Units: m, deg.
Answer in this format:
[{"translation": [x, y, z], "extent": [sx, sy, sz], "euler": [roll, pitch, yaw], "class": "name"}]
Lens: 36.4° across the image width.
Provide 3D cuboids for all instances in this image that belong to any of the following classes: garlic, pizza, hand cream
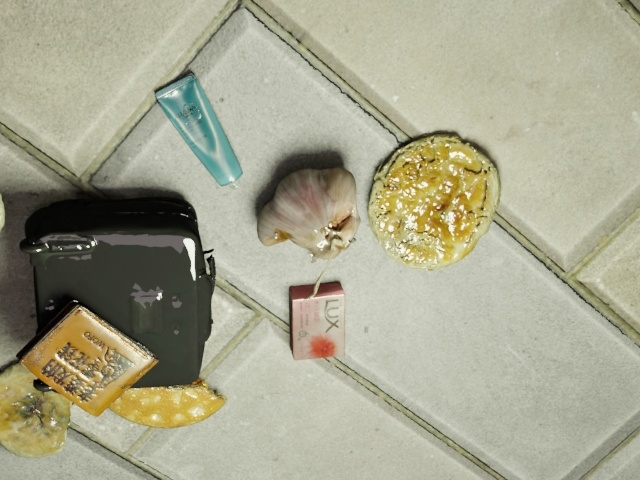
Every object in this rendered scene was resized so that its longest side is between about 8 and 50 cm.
[{"translation": [0.000, 0.000, 1.783], "extent": [0.207, 0.256, 0.207], "euler": [-7, 161, -3], "class": "garlic"}, {"translation": [-0.312, 0.323, 1.965], "extent": [0.246, 0.058, 0.127], "euler": [-9, 119, -3], "class": "pizza"}, {"translation": [-0.204, -0.187, 1.741], "extent": [0.083, 0.048, 0.224], "euler": [-28, 112, 8], "class": "hand cream"}]

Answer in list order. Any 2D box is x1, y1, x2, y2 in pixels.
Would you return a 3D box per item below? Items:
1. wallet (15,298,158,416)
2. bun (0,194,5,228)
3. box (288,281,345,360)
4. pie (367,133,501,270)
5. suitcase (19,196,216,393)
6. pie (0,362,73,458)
[{"translation": [-0.408, 0.210, 1.702], "extent": [0.161, 0.042, 0.195], "euler": [-42, 118, 8], "class": "wallet"}, {"translation": [-0.649, -0.045, 1.683], "extent": [0.220, 0.134, 0.220], "euler": [0, 90, 1], "class": "bun"}, {"translation": [-0.006, 0.162, 1.936], "extent": [0.111, 0.060, 0.156], "euler": [-6, 118, -8], "class": "box"}, {"translation": [0.220, -0.070, 1.859], "extent": [0.274, 0.055, 0.274], "euler": [-4, 112, -10], "class": "pie"}, {"translation": [-0.360, 0.100, 1.774], "extent": [0.339, 0.188, 0.345], "euler": [-1, 115, -8], "class": "suitcase"}, {"translation": [-0.580, 0.333, 1.931], "extent": [0.185, 0.052, 0.218], "euler": [8, 113, -7], "class": "pie"}]
